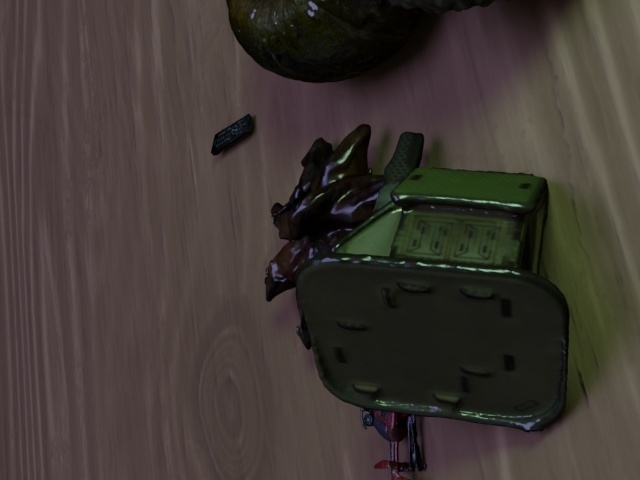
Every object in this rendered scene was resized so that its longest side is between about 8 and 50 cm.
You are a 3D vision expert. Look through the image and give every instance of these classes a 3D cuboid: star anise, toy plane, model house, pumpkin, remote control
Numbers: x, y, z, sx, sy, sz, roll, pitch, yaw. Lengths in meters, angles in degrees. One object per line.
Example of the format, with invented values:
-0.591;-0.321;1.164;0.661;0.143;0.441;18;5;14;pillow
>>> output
0.000;0.000;1.139;0.272;0.103;0.271;-16;70;49;star anise
0.074;0.182;1.061;0.060;0.037;0.145;-21;63;42;toy plane
0.126;-0.006;0.955;0.204;0.219;0.278;79;-156;-47;model house
-0.011;-0.289;1.133;0.260;0.189;0.260;-14;73;56;pumpkin
-0.115;-0.139;1.414;0.091;0.016;0.034;-23;50;52;remote control

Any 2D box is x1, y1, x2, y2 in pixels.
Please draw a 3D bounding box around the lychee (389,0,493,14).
0.108;-0.327;0.907;0.274;0.255;0.255;68;177;-51;lychee
